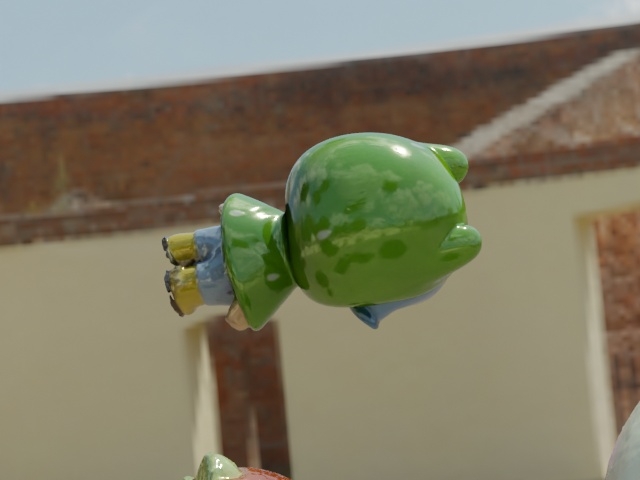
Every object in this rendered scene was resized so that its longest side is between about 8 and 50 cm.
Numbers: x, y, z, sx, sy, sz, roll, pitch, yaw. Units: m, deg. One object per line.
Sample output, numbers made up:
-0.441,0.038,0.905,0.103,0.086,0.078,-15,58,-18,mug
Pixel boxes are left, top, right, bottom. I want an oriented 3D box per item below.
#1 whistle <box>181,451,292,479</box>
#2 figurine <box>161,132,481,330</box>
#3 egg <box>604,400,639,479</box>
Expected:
-0.034,0.183,0.952,0.288,0.106,0.131,14,-29,-15,whistle
0.000,0.000,1.413,0.263,0.162,0.143,-13,-41,10,figurine
0.278,0.199,0.865,0.278,0.336,0.278,-31,-13,-8,egg
